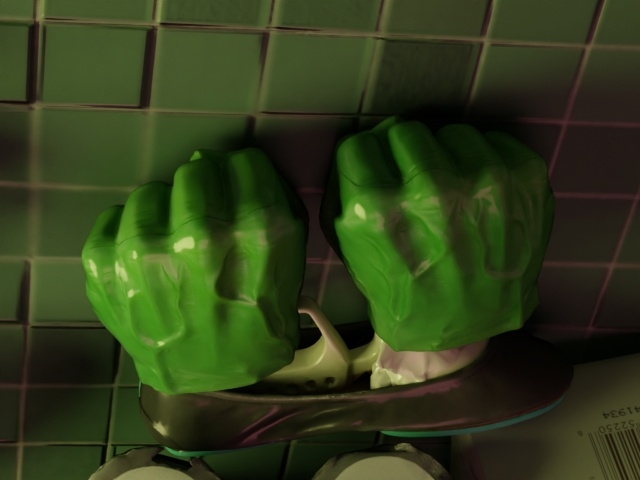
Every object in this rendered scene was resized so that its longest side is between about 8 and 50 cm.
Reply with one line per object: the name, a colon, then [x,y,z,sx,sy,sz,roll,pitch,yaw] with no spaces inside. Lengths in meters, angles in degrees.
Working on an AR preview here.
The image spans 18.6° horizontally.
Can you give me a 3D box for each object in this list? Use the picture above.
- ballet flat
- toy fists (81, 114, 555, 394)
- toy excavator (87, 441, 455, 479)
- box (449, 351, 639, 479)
ballet flat: [0.020,0.078,1.241,0.280,0.095,0.096,-9,124,0]
toy fists: [0.000,0.000,1.150,0.279,0.096,0.142,-9,143,0]
toy excavator: [-0.103,0.365,1.234,0.433,0.445,0.222,-2,165,-5]
box: [0.212,0.247,1.372,0.215,0.168,0.345,-10,139,-7]
